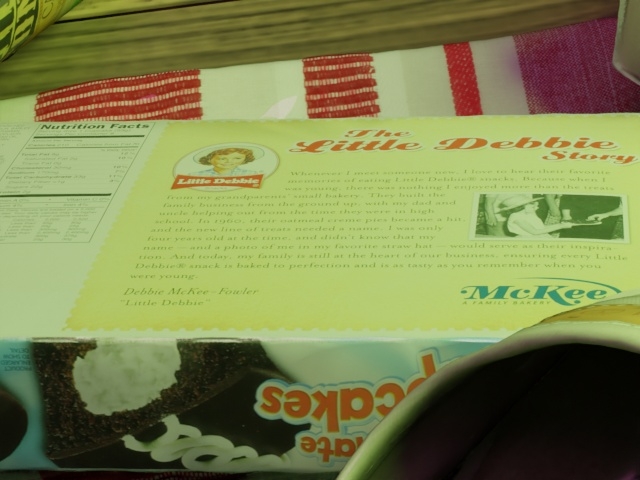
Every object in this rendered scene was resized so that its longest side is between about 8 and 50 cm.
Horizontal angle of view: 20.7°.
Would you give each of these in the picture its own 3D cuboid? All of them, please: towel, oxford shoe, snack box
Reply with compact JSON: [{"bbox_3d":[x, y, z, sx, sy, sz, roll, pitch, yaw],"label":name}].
[{"bbox_3d":[0.000,0.000,0.773,0.329,0.037,0.237,-7,49,1],"label":"towel"},{"bbox_3d":[0.012,0.205,0.456,0.169,0.130,0.449,24,83,23],"label":"oxford shoe"},{"bbox_3d":[-0.022,0.014,0.662,0.322,0.060,0.187,0,27,9],"label":"snack box"}]

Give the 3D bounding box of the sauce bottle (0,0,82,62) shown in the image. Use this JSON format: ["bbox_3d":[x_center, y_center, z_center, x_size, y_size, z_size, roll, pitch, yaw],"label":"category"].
[{"bbox_3d":[-0.203,-0.096,0.767,0.111,0.111,0.344,15,36,17],"label":"sauce bottle"}]

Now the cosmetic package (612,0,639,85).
[{"bbox_3d":[0.280,-0.152,0.756,0.296,0.153,0.129,-24,46,-32],"label":"cosmetic package"}]
